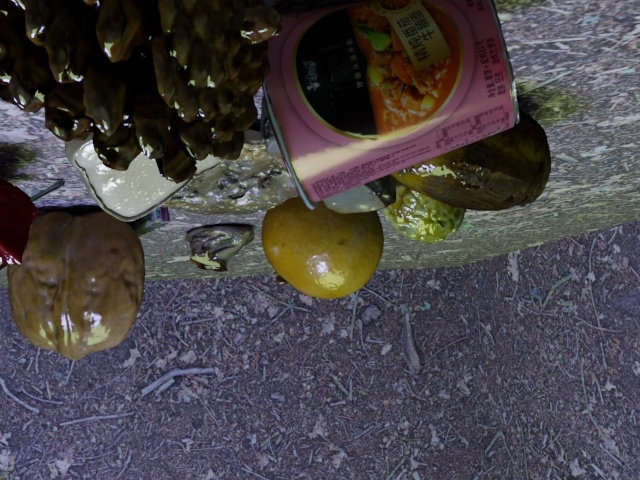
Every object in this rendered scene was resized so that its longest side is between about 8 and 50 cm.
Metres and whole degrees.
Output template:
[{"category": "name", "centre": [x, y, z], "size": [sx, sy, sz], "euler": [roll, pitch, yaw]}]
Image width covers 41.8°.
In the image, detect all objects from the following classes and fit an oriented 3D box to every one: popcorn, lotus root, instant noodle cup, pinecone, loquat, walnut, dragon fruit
[{"category": "popcorn", "centre": [0.202, -0.084, 1.672], "size": [0.198, 0.198, 0.212], "euler": [-5, 180, -5]}, {"category": "lotus root", "centre": [0.246, -0.141, 1.361], "size": [0.397, 0.179, 0.196], "euler": [9, -179, -45]}, {"category": "instant noodle cup", "centre": [0.076, -0.175, 0.931], "size": [0.255, 0.244, 0.244], "euler": [-15, 170, 9]}, {"category": "pinecone", "centre": [-0.154, -0.177, 0.701], "size": [0.257, 0.243, 0.243], "euler": [26, -166, 38]}, {"category": "loquat", "centre": [0.000, 0.000, 1.818], "size": [0.275, 0.275, 0.275], "euler": [-5, 172, -1]}, {"category": "walnut", "centre": [-0.550, 0.102, 1.902], "size": [0.306, 0.344, 0.306], "euler": [0, -174, 0]}, {"category": "dragon fruit", "centre": [-0.642, -0.036, 1.406], "size": [0.302, 0.240, 0.330], "euler": [32, -168, -17]}]

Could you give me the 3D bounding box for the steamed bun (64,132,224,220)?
[{"category": "steamed bun", "centre": [-0.272, -0.143, 1.231], "size": [0.231, 0.110, 0.212], "euler": [-30, 149, 16]}]

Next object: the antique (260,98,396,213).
[{"category": "antique", "centre": [0.013, -0.149, 1.308], "size": [0.125, 0.150, 0.284], "euler": [-8, 163, 24]}]

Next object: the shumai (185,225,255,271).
[{"category": "shumai", "centre": [-0.277, 0.025, 2.313], "size": [0.201, 0.120, 0.201], "euler": [-4, 169, -1]}]

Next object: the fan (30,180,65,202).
[{"category": "fan", "centre": [-0.569, -0.057, 1.550], "size": [0.152, 0.008, 0.226], "euler": [15, -140, 39]}]

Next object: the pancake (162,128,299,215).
[{"category": "pancake", "centre": [-0.178, -0.122, 1.496], "size": [0.387, 0.082, 0.387], "euler": [-6, 168, -1]}]

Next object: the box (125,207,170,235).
[{"category": "box", "centre": [-0.413, -0.047, 1.967], "size": [0.041, 0.050, 0.207], "euler": [-1, 171, -35]}]
